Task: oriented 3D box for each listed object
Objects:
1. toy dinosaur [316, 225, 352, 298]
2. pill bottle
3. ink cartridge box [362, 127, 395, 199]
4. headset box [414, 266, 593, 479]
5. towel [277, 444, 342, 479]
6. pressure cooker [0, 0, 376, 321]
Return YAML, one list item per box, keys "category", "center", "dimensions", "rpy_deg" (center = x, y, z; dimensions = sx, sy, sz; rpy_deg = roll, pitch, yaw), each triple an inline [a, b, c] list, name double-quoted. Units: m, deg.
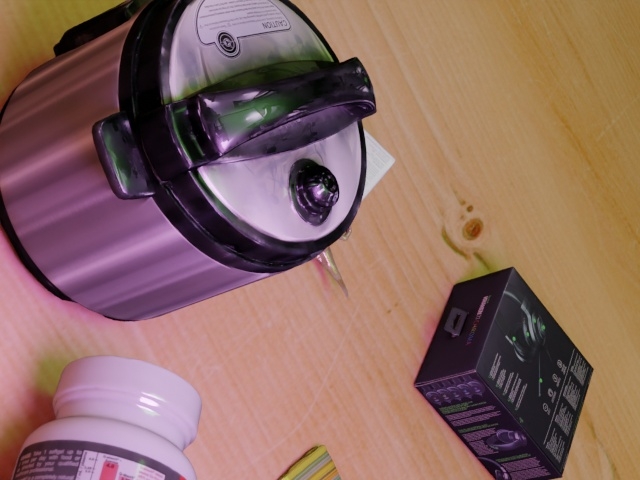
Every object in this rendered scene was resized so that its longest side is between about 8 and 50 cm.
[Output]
- category: "toy dinosaur"
  center: [0.000, 0.000, 2.063]
  dimensions: [0.092, 0.053, 0.183]
  rpy_deg: [-40, 98, -34]
- category: "pill bottle"
  center: [-0.252, 0.324, 1.498]
  dimensions: [0.210, 0.210, 0.363]
  rpy_deg: [37, 50, -34]
- category: "ink cartridge box"
  center: [-0.023, -0.106, 2.044]
  dimensions: [0.189, 0.066, 0.232]
  rpy_deg: [44, 66, -6]
- category: "headset box"
  center: [0.305, 0.221, 2.246]
  dimensions: [0.283, 0.131, 0.246]
  rpy_deg: [49, 44, -24]
- category: "towel"
  center: [0.018, 0.418, 1.925]
  dimensions: [0.102, 0.021, 0.237]
  rpy_deg: [-31, 100, -45]
- category: "pressure cooker"
  center: [-0.143, -0.115, 1.641]
  dimensions: [0.375, 0.420, 0.370]
  rpy_deg: [38, 50, -32]
